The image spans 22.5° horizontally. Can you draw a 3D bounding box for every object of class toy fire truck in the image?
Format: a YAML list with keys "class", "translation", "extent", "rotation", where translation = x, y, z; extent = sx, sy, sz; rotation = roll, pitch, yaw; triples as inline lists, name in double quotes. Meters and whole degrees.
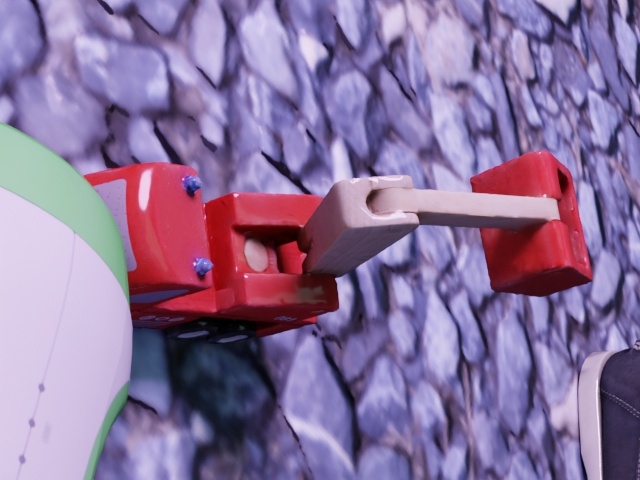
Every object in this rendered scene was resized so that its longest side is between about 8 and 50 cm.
- class: "toy fire truck"
  translation: [0.000, 0.000, 0.574]
  extent: [0.192, 0.135, 0.047]
  rotation: [10, 67, -55]

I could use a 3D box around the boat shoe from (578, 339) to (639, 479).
- class: "boat shoe"
  translation: [0.189, 0.163, 0.844]
  extent: [0.084, 0.079, 0.233]
  rotation: [27, 56, -51]

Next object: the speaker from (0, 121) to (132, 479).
- class: "speaker"
  translation: [-0.123, 0.112, 0.341]
  extent: [0.131, 0.131, 0.296]
  rotation: [43, 42, -38]
